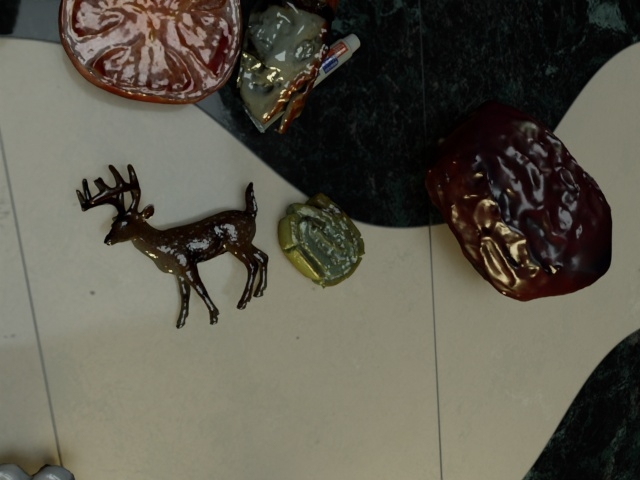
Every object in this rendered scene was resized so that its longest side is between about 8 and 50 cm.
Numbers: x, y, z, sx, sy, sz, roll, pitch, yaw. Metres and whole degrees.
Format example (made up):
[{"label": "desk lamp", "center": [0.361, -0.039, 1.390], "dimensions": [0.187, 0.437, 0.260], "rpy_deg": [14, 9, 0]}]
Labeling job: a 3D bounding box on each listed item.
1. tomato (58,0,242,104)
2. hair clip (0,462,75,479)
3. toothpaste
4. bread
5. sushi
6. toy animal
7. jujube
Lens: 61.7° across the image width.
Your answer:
[{"label": "tomato", "center": [-0.226, -0.289, 0.710], "dimensions": [0.236, 0.095, 0.237], "rpy_deg": [-5, 101, -28]}, {"label": "hair clip", "center": [-0.437, 0.397, 0.727], "dimensions": [0.257, 0.075, 0.146], "rpy_deg": [-47, 118, -7]}, {"label": "toothpaste", "center": [-0.025, -0.254, 0.844], "dimensions": [0.218, 0.033, 0.052], "rpy_deg": [-40, 107, -10]}, {"label": "bread", "center": [0.000, 0.000, 0.871], "dimensions": [0.156, 0.064, 0.117], "rpy_deg": [45, 77, -25]}, {"label": "sushi", "center": [-0.041, -0.327, 0.767], "dimensions": [0.129, 0.124, 0.333], "rpy_deg": [18, 87, -14]}, {"label": "toy animal", "center": [-0.200, -0.002, 0.783], "dimensions": [0.243, 0.087, 0.260], "rpy_deg": [-25, 106, -34]}, {"label": "jujube", "center": [0.343, -0.056, 0.932], "dimensions": [0.376, 0.258, 0.258], "rpy_deg": [44, 79, -11]}]
